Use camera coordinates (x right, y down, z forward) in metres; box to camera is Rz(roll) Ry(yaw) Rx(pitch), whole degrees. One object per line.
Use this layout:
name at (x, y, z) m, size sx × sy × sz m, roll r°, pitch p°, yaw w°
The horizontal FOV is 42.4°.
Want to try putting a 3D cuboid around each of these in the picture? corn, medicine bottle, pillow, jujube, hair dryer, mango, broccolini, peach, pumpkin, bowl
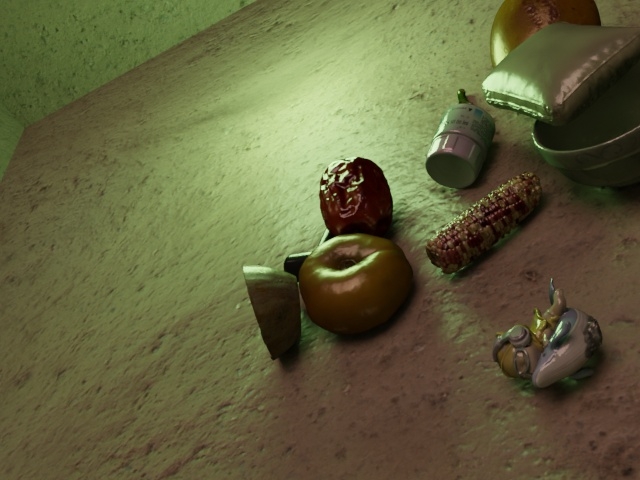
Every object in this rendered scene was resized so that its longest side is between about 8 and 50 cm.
corn at (0.347, -0.040, 1.721) m, size 0.290 × 0.098 × 0.098 m, roll -37°, pitch 34°, yaw -8°
medicine bottle at (0.325, -0.219, 1.916) m, size 0.135 × 0.135 × 0.168 m, roll -3°, pitch 48°, yaw 37°
pillow at (0.487, -0.349, 1.679) m, size 0.255 × 0.119 × 0.322 m, roll -40°, pitch 23°, yaw -1°
jujube at (0.082, -0.096, 1.940) m, size 0.174 × 0.174 × 0.250 m, roll -24°, pitch 34°, yaw 16°
hair dryer at (0.001, 0.000, 1.990) m, size 0.114 × 0.070 × 0.248 m, roll -10°, pitch 38°, yaw 31°
mango at (0.536, -0.462, 1.958) m, size 0.264 × 0.221 × 0.378 m, roll -15°, pitch 48°, yaw 22°
broccolini at (0.362, -0.331, 2.083) m, size 0.058 × 0.067 × 0.216 m, roll 6°, pitch 38°, yaw -8°
peach at (0.074, 0.086, 1.760) m, size 0.251 × 0.153 × 0.251 m, roll -9°, pitch 40°, yaw 8°
pumpkin at (-0.090, 0.142, 1.786) m, size 0.110 × 0.217 × 0.217 m, roll -18°, pitch 35°, yaw -5°
bowl at (0.593, -0.220, 1.640) m, size 0.307 × 0.163 × 0.307 m, roll -30°, pitch 24°, yaw 15°

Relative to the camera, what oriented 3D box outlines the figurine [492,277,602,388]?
figurine at (0.391, 0.169, 1.414) m, size 0.184 × 0.128 × 0.208 m, roll -13°, pitch 32°, yaw 33°
